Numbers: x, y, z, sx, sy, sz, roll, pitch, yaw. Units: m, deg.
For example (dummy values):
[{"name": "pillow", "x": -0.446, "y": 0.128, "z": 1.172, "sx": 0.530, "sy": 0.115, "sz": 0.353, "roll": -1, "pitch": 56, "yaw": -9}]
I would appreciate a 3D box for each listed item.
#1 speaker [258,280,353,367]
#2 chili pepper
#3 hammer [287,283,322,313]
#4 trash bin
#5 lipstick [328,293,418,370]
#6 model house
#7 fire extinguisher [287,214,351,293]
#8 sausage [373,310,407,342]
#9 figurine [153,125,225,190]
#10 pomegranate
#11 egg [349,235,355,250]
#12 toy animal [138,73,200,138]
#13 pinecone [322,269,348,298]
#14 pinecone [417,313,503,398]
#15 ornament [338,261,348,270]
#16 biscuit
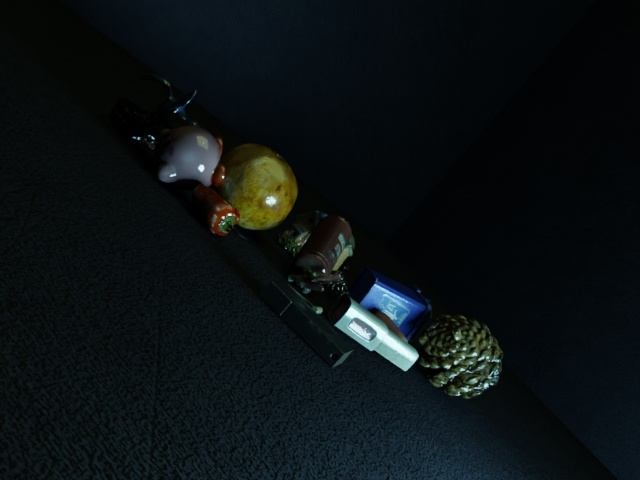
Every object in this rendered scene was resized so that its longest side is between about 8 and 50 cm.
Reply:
[{"name": "speaker", "x": -0.030, "y": 0.173, "z": 1.362, "sx": 0.218, "sy": 0.044, "sz": 0.082, "roll": 43, "pitch": 9, "yaw": 16}, {"name": "chili pepper", "x": -0.237, "y": -0.057, "z": 1.530, "sx": 0.192, "sy": 0.084, "sz": 0.086, "roll": 39, "pitch": 23, "yaw": 27}, {"name": "hammer", "x": -0.042, "y": 0.140, "z": 1.579, "sx": 0.110, "sy": 0.019, "sz": 0.035, "roll": 40, "pitch": 8, "yaw": 18}, {"name": "trash bin", "x": 0.204, "y": 0.188, "z": 1.977, "sx": 0.234, "sy": 0.163, "sz": 0.184, "roll": 30, "pitch": 11, "yaw": -24}, {"name": "lipstick", "x": 0.138, "y": 0.241, "z": 1.648, "sx": 0.252, "sy": 0.079, "sz": 0.077, "roll": 38, "pitch": 7, "yaw": -23}, {"name": "model house", "x": 0.000, "y": 0.000, "z": 1.973, "sx": 0.183, "sy": 0.172, "sz": 0.166, "roll": 45, "pitch": 8, "yaw": 29}, {"name": "fire extinguisher", "x": 0.012, "y": 0.045, "z": 1.724, "sx": 0.337, "sy": 0.147, "sz": 0.107, "roll": -59, "pitch": 139, "yaw": -57}, {"name": "sausage", "x": 0.192, "y": 0.261, "z": 1.830, "sx": 0.062, "sy": 0.062, "sz": 0.154, "roll": 34, "pitch": 11, "yaw": -38}, {"name": "figurine", "x": -0.332, "y": -0.207, "z": 1.616, "sx": 0.173, "sy": 0.173, "sz": 0.173, "roll": 39, "pitch": 8, "yaw": -7}, {"name": "pomegranate", "x": -0.182, "y": -0.145, "z": 1.788, "sx": 0.248, "sy": 0.248, "sz": 0.248, "roll": 39, "pitch": 8, "yaw": -7}, {"name": "egg", "x": 0.067, "y": -0.004, "z": 2.486, "sx": 0.152, "sy": 0.114, "sz": 0.114, "roll": 42, "pitch": 8, "yaw": -16}, {"name": "toy animal", "x": -0.379, "y": -0.339, "z": 1.691, "sx": 0.239, "sy": 0.176, "sz": 0.255, "roll": 57, "pitch": 6, "yaw": -21}, {"name": "pinecone", "x": 0.040, "y": 0.125, "z": 1.848, "sx": 0.083, "sy": 0.077, "sz": 0.077, "roll": 63, "pitch": 4, "yaw": -11}, {"name": "pinecone", "x": 0.408, "y": 0.337, "z": 1.838, "sx": 0.257, "sy": 0.243, "sz": 0.243, "roll": 41, "pitch": 7, "yaw": -29}, {"name": "ornament", "x": 0.053, "y": 0.071, "z": 2.143, "sx": 0.081, "sy": 0.088, "sz": 0.203, "roll": 47, "pitch": 9, "yaw": 33}, {"name": "biscuit", "x": -0.430, "y": -0.280, "z": 1.874, "sx": 0.388, "sy": 0.073, "sz": 0.107, "roll": 31, "pitch": 13, "yaw": -49}]
